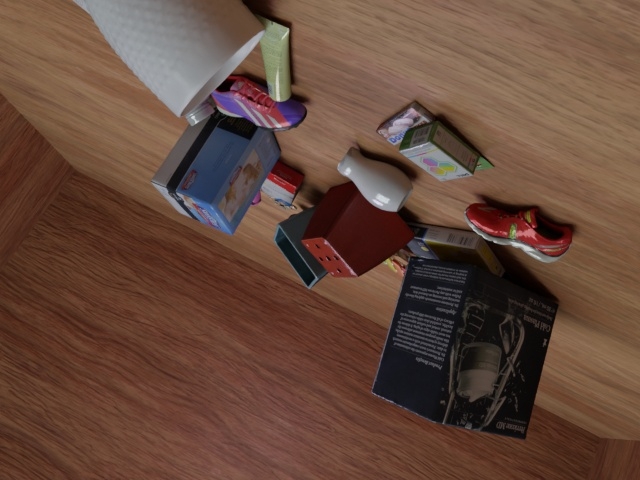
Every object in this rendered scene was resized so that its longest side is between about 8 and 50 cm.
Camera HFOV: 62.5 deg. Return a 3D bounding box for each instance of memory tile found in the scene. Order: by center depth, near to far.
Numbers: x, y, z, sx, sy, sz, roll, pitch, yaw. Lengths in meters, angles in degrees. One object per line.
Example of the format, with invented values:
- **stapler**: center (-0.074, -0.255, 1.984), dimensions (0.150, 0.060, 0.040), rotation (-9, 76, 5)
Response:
- **memory tile**: center (-0.176, -0.172, 2.246), dimensions (0.113, 0.012, 0.148), rotation (9, 155, 50)

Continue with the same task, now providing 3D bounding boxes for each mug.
- **mug**: center (-0.330, -0.492, 1.170), dimensions (0.328, 0.276, 0.374), rotation (45, -171, -14)

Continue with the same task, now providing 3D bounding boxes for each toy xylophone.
- **toy xylophone**: center (0.294, 0.087, 2.037), dimensions (0.323, 0.081, 0.236), rotation (36, 172, 37)

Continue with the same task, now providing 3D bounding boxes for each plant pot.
- **plant pot**: center (0.099, -0.018, 1.768), dimensions (0.267, 0.235, 0.267), rotation (48, 159, -16)
- **plant pot**: center (0.000, 0.000, 1.999), dimensions (0.247, 0.252, 0.248), rotation (54, 165, 6)

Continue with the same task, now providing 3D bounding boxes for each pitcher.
- **pitcher**: center (0.165, -0.172, 1.540), dimensions (0.207, 0.125, 0.178), rotation (36, -174, 14)

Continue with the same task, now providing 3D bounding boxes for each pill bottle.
- **pill bottle**: center (-0.397, -0.442, 1.511), dimensions (0.215, 0.117, 0.117), rotation (57, 154, -17)

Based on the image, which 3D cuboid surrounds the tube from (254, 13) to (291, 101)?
- **tube**: center (-0.105, -0.437, 1.279), dimensions (0.070, 0.062, 0.240), rotation (-11, 155, -3)

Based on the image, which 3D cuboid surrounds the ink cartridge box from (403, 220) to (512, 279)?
- **ink cartridge box**: center (0.458, 0.057, 1.804), dimensions (0.304, 0.072, 0.307), rotation (11, 154, 45)

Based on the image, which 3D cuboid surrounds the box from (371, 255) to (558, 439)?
- **box**: center (0.482, 0.351, 1.738), dimensions (0.480, 0.471, 0.297), rotation (21, 173, -34)

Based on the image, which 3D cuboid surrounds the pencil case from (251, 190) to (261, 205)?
- **pencil case**: center (-0.281, -0.230, 1.982), dimensions (0.098, 0.095, 0.209), rotation (-5, 126, -1)

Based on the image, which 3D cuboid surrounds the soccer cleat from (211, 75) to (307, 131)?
- **soccer cleat**: center (-0.183, -0.389, 1.461), dimensions (0.318, 0.108, 0.116), rotation (22, 159, 28)

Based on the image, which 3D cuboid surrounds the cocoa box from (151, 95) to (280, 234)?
- **cocoa box**: center (-0.320, -0.238, 1.692), dimensions (0.228, 0.347, 0.231), rotation (23, 162, 17)

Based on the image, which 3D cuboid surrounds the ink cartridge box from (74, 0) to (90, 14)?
- **ink cartridge box**: center (-0.635, -0.713, 1.293), dimensions (0.261, 0.066, 0.296), rotation (36, 162, -23)

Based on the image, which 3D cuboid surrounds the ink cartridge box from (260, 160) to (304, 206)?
- **ink cartridge box**: center (-0.140, -0.216, 1.938), dimensions (0.134, 0.078, 0.231), rotation (30, 164, -2)

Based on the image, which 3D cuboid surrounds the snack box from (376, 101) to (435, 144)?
- **snack box**: center (0.204, -0.282, 1.285), dimensions (0.064, 0.022, 0.178), rotation (31, 163, -15)

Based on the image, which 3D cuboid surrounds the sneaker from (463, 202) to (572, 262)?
- **sneaker**: center (0.521, -0.048, 1.384), dimensions (0.279, 0.107, 0.118), rotation (22, 144, 11)

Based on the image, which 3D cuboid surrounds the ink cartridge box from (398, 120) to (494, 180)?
- **ink cartridge box**: center (0.303, -0.196, 1.267), dimensions (0.209, 0.062, 0.109), rotation (29, 163, -27)

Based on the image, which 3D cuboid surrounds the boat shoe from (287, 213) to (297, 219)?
- **boat shoe**: center (0.025, -0.020, 2.214), dimensions (0.355, 0.132, 0.130), rotation (27, 156, -25)
